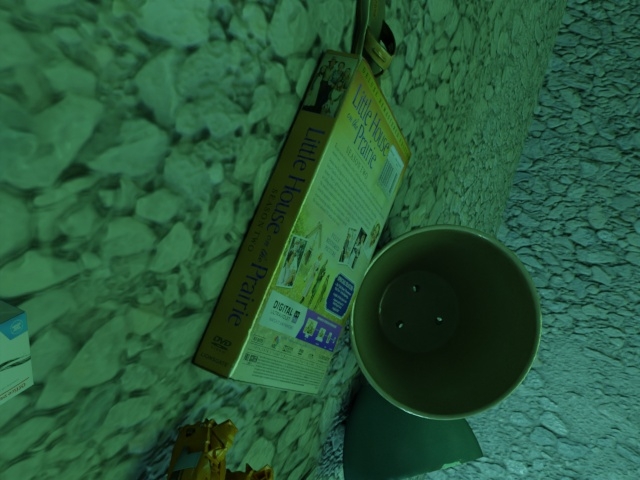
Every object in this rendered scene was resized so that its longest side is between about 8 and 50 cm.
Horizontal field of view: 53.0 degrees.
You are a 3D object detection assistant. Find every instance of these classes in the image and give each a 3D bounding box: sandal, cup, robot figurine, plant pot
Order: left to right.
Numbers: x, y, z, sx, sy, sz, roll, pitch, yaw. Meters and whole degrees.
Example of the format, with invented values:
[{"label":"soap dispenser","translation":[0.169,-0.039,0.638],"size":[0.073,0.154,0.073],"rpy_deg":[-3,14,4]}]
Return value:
[{"label":"robot figurine","translation":[-0.114,0.347,0.676],"size":[0.291,0.085,0.211],"rpy_deg":[-93,158,-51]},{"label":"sandal","translation":[0.079,-0.274,0.880],"size":[0.072,0.049,0.180],"rpy_deg":[-42,143,-49]},{"label":"plant pot","translation":[0.172,0.392,1.355],"size":[0.290,0.290,0.195],"rpy_deg":[38,35,-66]},{"label":"cup","translation":[0.204,0.140,1.198],"size":[0.237,0.331,0.330],"rpy_deg":[161,-51,-85]}]

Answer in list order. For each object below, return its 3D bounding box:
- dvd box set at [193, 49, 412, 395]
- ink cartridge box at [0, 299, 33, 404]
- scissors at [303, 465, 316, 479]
[{"label":"dvd box set","translation":[0.000,0.000,0.890],"size":[0.420,0.062,0.307],"rpy_deg":[-68,157,-8]},{"label":"ink cartridge box","translation":[-0.238,0.092,0.465],"size":[0.048,0.028,0.083],"rpy_deg":[-36,139,-54]},{"label":"scissors","translation":[-0.075,0.485,1.131],"size":[0.297,0.021,0.108],"rpy_deg":[-46,146,-45]}]
